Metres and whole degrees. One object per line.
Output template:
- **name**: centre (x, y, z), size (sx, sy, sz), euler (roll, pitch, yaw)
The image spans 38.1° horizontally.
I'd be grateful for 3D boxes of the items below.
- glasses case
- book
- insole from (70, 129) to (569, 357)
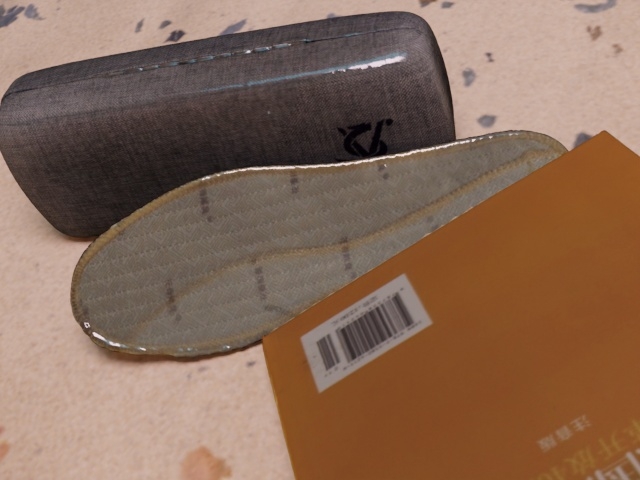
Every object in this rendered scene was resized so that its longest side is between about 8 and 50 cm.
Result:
- **glasses case**: centre (-0.067, -0.078, 0.663), size (0.323, 0.131, 0.074), euler (-7, 47, 13)
- **book**: centre (0.111, 0.089, 0.436), size (0.262, 0.028, 0.374), euler (-30, 31, 4)
- **insole**: centre (0.000, 0.000, 0.610), size (0.348, 0.009, 0.119), euler (-12, 90, 4)
